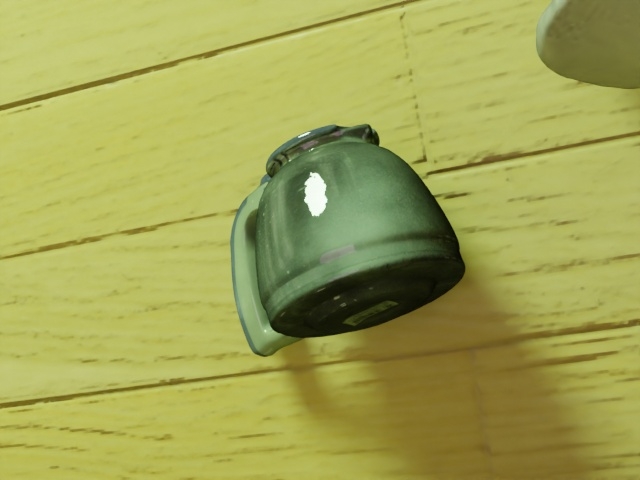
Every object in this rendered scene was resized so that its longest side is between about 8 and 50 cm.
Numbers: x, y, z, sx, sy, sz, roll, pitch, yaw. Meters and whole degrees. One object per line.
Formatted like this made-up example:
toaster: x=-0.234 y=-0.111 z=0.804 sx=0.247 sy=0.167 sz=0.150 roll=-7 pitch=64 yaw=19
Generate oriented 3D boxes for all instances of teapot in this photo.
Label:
teapot: x=0.010 y=-0.003 z=0.623 sx=0.111 sy=0.149 sz=0.108 roll=-11 pitch=70 yaw=-14

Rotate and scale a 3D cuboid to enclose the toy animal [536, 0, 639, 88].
toy animal: x=0.231 y=-0.143 z=0.453 sx=0.265 sy=0.206 sz=0.271 roll=42 pitch=105 yaw=19
